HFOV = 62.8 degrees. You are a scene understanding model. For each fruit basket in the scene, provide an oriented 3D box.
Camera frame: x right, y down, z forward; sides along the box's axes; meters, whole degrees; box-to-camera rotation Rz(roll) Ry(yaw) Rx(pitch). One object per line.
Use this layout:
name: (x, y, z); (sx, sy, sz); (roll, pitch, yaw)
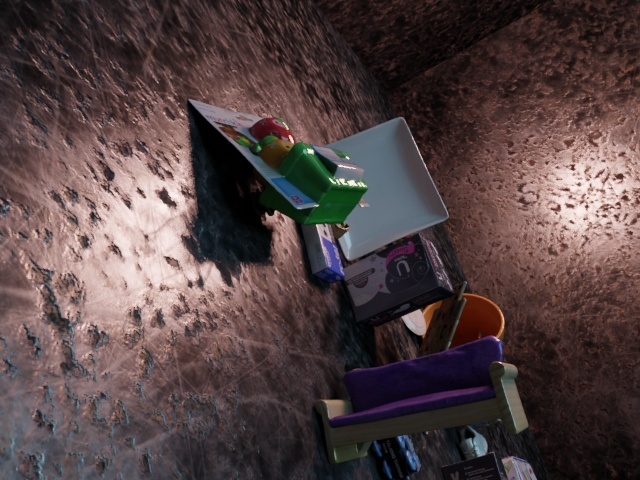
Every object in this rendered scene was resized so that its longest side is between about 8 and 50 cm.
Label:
fruit basket: (-0.071, -0.191, 1.152); (0.353, 0.165, 0.327); (50, 24, 18)

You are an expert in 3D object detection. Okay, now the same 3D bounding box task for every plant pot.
plant pot: (0.512, 0.361, 1.874); (0.290, 0.291, 0.203); (-84, 159, -55)

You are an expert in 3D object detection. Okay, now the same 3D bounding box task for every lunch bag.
lunch bag: (0.760, 0.947, 1.998); (0.303, 0.115, 0.243); (39, 30, -48)

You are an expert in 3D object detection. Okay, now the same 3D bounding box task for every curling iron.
curling iron: (-0.115, -0.136, 1.229); (0.068, 0.035, 0.274); (55, 22, -23)

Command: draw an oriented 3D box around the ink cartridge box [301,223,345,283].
ink cartridge box: (0.000, 0.000, 1.337); (0.097, 0.046, 0.207); (32, 38, -54)

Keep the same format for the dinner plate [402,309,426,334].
dinner plate: (0.323, 0.260, 1.812); (0.141, 0.017, 0.141); (31, 39, -29)

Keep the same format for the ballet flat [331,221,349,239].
ballet flat: (0.016, -0.096, 1.456); (0.206, 0.067, 0.073); (54, 24, -25)

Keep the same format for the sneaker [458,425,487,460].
sneaker: (0.494, 0.700, 1.693); (0.115, 0.090, 0.232); (49, 16, -21)

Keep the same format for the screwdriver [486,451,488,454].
screwdriver: (0.576, 0.779, 1.865); (0.170, 0.025, 0.024); (13, 54, -66)

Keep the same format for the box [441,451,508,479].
box: (0.441, 0.691, 1.447); (0.093, 0.156, 0.158); (43, 29, -46)

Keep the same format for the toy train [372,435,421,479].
toy train: (0.159, 0.444, 1.169); (0.184, 0.080, 0.105); (67, 11, 14)

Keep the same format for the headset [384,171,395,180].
headset: (0.207, -0.197, 1.808); (0.394, 0.244, 0.185); (54, 37, -81)

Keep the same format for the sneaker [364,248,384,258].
sneaker: (0.231, 0.076, 1.731); (0.267, 0.106, 0.101); (48, 27, -34)

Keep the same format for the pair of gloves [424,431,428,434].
pair of gloves: (0.293, 0.453, 1.507); (0.198, 0.023, 0.159); (-58, 137, -60)

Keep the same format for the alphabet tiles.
alphabet tiles: (0.308, 0.278, 1.410); (0.285, 0.011, 0.342); (103, 11, -76)

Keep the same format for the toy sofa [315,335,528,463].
toy sofa: (0.181, 0.296, 0.983); (0.150, 0.363, 0.177); (26, 49, -58)

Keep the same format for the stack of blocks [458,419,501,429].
stack of blocks: (0.520, 0.561, 1.774); (0.297, 0.171, 0.087); (40, 31, -49)

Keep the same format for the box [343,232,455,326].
box: (0.205, 0.110, 1.417); (0.142, 0.247, 0.163); (27, 41, -58)

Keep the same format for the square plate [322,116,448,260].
square plate: (0.161, -0.157, 1.572); (0.049, 0.344, 0.347); (132, -65, -78)

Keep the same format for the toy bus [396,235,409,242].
toy bus: (0.291, -0.070, 2.045); (0.104, 0.191, 0.202); (12, 38, -9)
